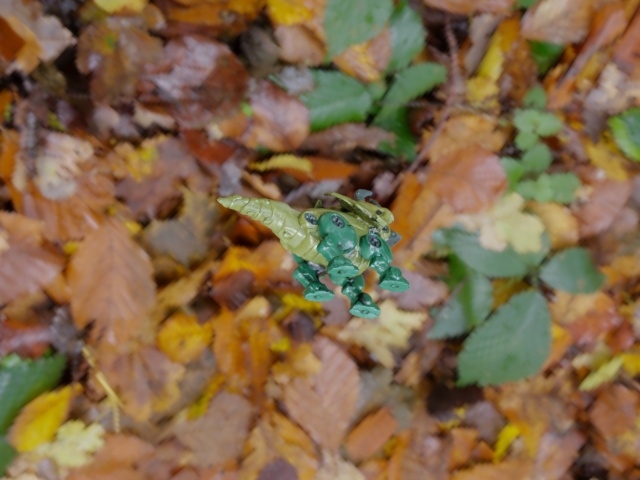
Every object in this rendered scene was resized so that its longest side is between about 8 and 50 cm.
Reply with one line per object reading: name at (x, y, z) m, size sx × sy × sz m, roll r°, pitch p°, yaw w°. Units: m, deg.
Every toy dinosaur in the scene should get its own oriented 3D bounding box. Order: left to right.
toy dinosaur at (0.000, 0.000, 1.501) m, size 0.259 × 0.153 × 0.094 m, roll 8°, pitch 138°, yaw -38°
